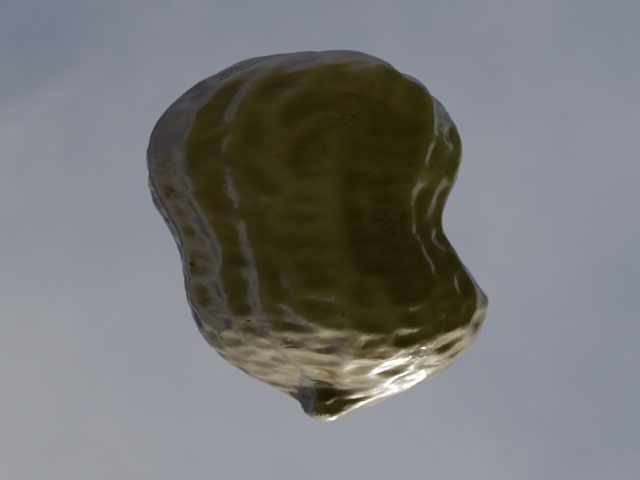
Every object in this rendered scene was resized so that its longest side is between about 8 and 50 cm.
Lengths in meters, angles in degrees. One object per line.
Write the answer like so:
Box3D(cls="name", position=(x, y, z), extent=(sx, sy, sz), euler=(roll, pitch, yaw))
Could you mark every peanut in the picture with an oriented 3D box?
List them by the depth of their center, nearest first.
Box3D(cls="peanut", position=(0.000, 0.000, 1.052), extent=(0.196, 0.110, 0.233), euler=(-9, -78, 17))
